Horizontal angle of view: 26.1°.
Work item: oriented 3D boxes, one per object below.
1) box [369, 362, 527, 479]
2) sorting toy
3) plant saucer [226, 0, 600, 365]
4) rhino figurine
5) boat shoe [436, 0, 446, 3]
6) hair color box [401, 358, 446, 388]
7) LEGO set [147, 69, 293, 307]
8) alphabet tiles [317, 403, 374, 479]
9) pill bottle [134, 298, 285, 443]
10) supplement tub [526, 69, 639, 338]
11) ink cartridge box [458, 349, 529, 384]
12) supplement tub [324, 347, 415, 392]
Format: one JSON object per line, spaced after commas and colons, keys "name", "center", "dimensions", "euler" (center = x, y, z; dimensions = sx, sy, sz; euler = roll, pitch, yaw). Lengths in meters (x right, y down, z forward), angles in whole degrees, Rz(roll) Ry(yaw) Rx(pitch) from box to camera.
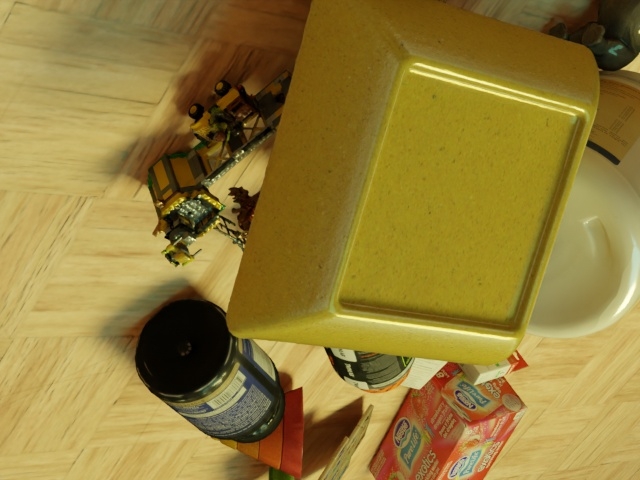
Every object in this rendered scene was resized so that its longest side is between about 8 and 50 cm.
{"name": "box", "center": [0.191, 0.303, 2.108], "dimensions": [0.128, 0.123, 0.257], "euler": [-13, 142, -34]}
{"name": "sorting toy", "center": [-0.097, 0.325, 1.910], "dimensions": [0.126, 0.127, 0.366], "euler": [3, 142, -6]}
{"name": "plant saucer", "center": [0.109, -0.041, 1.252], "dimensions": [0.332, 0.081, 0.333], "euler": [10, 101, -34]}
{"name": "rhino figurine", "center": [0.369, -0.288, 1.541], "dimensions": [0.106, 0.073, 0.243], "euler": [17, 119, -49]}
{"name": "boat shoe", "center": [0.071, -0.256, 1.280], "dimensions": [0.302, 0.109, 0.098], "euler": [82, 30, -51]}
{"name": "hair color box", "center": [0.157, 0.128, 1.909], "dimensions": [0.167, 0.053, 0.093], "euler": [-45, 147, 17]}
{"name": "LEGO set", "center": [0.000, 0.000, 1.377], "dimensions": [0.255, 0.192, 0.331], "euler": [-33, 138, 11]}
{"name": "alphabet tiles", "center": [0.008, 0.348, 1.980], "dimensions": [0.237, 0.009, 0.198], "euler": [-55, 167, -28]}
{"name": "pill bottle", "center": [-0.119, 0.162, 1.615], "dimensions": [0.122, 0.123, 0.219], "euler": [-36, 149, 0]}
{"name": "supplement tub", "center": [0.292, -0.053, 1.545], "dimensions": [0.316, 0.228, 0.228], "euler": [-41, 164, -53]}
{"name": "ink cartridge box", "center": [0.257, 0.171, 2.054], "dimensions": [0.115, 0.063, 0.029], "euler": [-13, 144, -34]}
{"name": "supplement tub", "center": [0.057, 0.113, 1.729], "dimensions": [0.117, 0.117, 0.190], "euler": [-32, 148, -7]}
